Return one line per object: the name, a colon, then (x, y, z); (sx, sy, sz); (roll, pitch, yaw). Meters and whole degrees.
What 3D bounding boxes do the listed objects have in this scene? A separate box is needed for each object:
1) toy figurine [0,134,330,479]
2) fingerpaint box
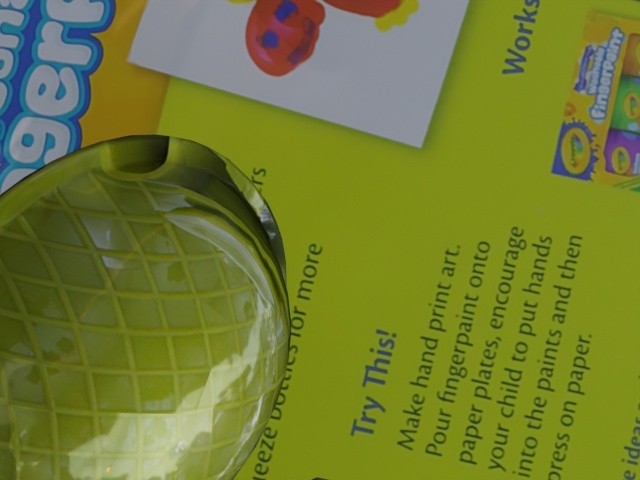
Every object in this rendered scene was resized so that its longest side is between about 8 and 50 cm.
toy figurine: (-0.081, 0.150, 0.319); (0.362, 0.191, 0.217); (-43, -162, -14)
fingerpaint box: (0.000, 0.000, 0.743); (0.163, 0.371, 0.445); (62, 40, -77)
